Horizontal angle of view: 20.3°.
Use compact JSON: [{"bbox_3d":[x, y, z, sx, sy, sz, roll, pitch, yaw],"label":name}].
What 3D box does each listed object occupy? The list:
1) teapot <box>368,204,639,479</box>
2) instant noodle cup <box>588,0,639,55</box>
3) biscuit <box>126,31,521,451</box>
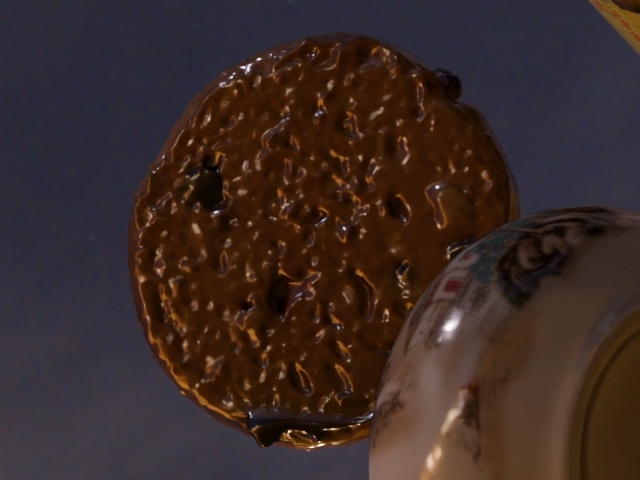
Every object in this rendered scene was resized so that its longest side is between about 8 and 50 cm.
[{"bbox_3d":[0.113,0.083,0.736,0.298,0.139,0.204,-41,-75,-30],"label":"teapot"},{"bbox_3d":[0.224,-0.239,1.197,0.215,0.215,0.236,-40,-81,-13],"label":"instant noodle cup"},{"bbox_3d":[0.000,0.000,1.247,0.296,0.296,0.075,-63,-19,5],"label":"biscuit"}]
